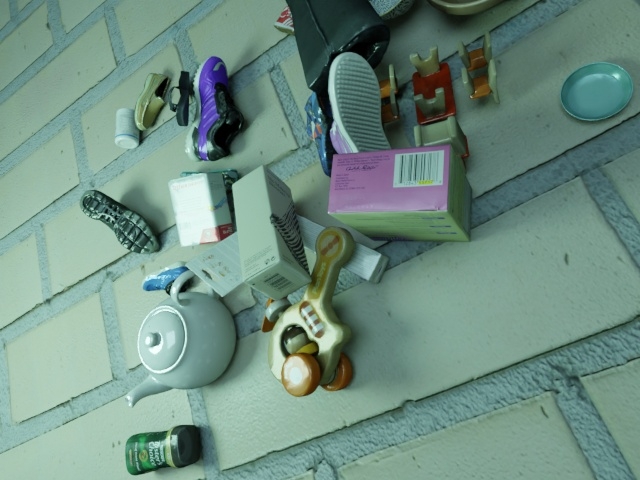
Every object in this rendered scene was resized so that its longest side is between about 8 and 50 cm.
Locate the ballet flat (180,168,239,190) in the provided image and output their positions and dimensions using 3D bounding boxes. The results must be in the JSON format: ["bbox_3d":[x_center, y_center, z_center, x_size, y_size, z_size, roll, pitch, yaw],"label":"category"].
[{"bbox_3d":[-0.306,-0.158,1.228,0.189,0.070,0.070,1,78,28],"label":"ballet flat"}]

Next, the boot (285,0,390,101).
[{"bbox_3d":[0.053,-0.586,1.015,0.367,0.146,0.445,-50,41,42],"label":"boot"}]

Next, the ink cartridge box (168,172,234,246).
[{"bbox_3d":[-0.306,-0.079,1.171,0.128,0.072,0.175,-7,95,25],"label":"ink cartridge box"}]

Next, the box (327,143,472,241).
[{"bbox_3d":[0.164,-0.078,0.872,0.214,0.243,0.117,0,78,27],"label":"box"}]

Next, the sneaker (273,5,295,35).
[{"bbox_3d":[-0.071,-0.592,1.226,0.118,0.042,0.067,34,97,31],"label":"sneaker"}]

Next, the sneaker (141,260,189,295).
[{"bbox_3d":[-0.415,0.123,1.215,0.152,0.058,0.084,-25,60,12],"label":"sneaker"}]

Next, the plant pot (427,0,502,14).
[{"bbox_3d":[0.340,-0.580,0.982,0.237,0.110,0.237,-6,76,26],"label":"plant pot"}]

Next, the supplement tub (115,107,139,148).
[{"bbox_3d":[-0.601,-0.348,1.414,0.071,0.071,0.107,-12,72,23],"label":"supplement tub"}]

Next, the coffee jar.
[{"bbox_3d":[-0.378,0.504,1.094,0.184,0.079,0.096,-20,70,21],"label":"coffee jar"}]

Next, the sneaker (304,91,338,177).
[{"bbox_3d":[0.013,-0.255,1.091,0.087,0.083,0.221,-22,74,56],"label":"sneaker"}]

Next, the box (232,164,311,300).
[{"bbox_3d":[-0.107,-0.021,0.952,0.094,0.113,0.275,-30,50,19],"label":"box"}]

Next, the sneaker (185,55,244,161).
[{"bbox_3d":[-0.268,-0.355,1.238,0.146,0.102,0.293,7,88,28],"label":"sneaker"}]

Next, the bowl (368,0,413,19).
[{"bbox_3d":[0.173,-0.588,1.073,0.170,0.080,0.170,-14,69,40],"label":"bowl"}]

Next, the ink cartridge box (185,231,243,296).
[{"bbox_3d":[-0.202,0.058,1.077,0.145,0.045,0.179,33,54,29],"label":"ink cartridge box"}]

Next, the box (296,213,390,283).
[{"bbox_3d":[0.000,0.000,1.037,0.324,0.063,0.067,25,91,29],"label":"box"}]

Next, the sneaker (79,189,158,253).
[{"bbox_3d":[-0.564,-0.056,1.317,0.267,0.106,0.101,38,91,8],"label":"sneaker"}]

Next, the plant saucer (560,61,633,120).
[{"bbox_3d":[0.525,-0.281,0.868,0.119,0.021,0.119,-6,76,25],"label":"plant saucer"}]

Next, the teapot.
[{"bbox_3d":[-0.338,0.230,1.080,0.253,0.187,0.256,-25,67,19],"label":"teapot"}]

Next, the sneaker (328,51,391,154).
[{"bbox_3d":[0.052,-0.260,0.950,0.102,0.282,0.161,-31,41,-13],"label":"sneaker"}]

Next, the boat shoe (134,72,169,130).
[{"bbox_3d":[-0.514,-0.429,1.396,0.072,0.068,0.189,9,81,16],"label":"boat shoe"}]

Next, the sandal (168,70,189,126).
[{"bbox_3d":[-0.398,-0.397,1.277,0.254,0.055,0.097,-109,25,-50],"label":"sandal"}]

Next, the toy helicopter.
[{"bbox_3d":[-0.024,0.136,0.966,0.235,0.140,0.354,21,95,40],"label":"toy helicopter"}]

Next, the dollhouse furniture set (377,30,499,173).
[{"bbox_3d":[0.246,-0.274,0.967,0.262,0.135,0.259,-11,62,24],"label":"dollhouse furniture set"}]
